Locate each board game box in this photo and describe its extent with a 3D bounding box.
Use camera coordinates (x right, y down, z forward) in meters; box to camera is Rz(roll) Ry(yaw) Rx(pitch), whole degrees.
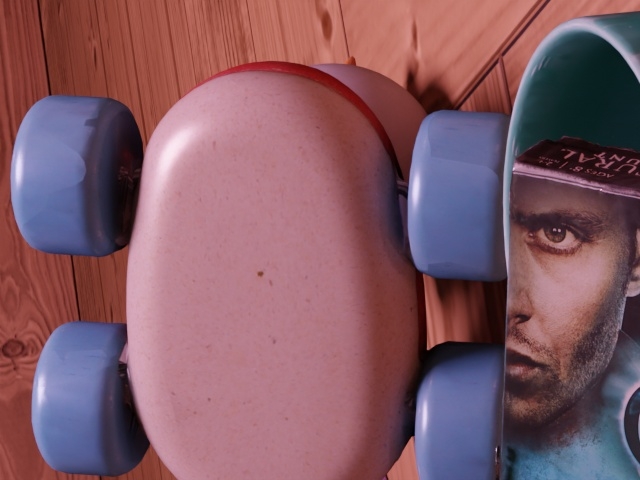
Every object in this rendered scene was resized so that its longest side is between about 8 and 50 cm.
[{"bbox_3d":[0.125,0.055,0.388,0.186,0.026,0.126,13,116,31],"label":"board game box"}]

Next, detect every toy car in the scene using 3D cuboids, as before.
[{"bbox_3d":[0.000,0.000,0.884,0.238,0.219,0.210,-52,-38,-66],"label":"toy car"}]

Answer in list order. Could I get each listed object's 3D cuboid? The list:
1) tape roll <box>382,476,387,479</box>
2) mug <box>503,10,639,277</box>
[{"bbox_3d":[-0.008,0.206,1.146,0.189,0.080,0.189,174,90,-77],"label":"tape roll"},{"bbox_3d":[0.119,-0.006,0.480,0.158,0.097,0.129,108,153,-58],"label":"mug"}]
